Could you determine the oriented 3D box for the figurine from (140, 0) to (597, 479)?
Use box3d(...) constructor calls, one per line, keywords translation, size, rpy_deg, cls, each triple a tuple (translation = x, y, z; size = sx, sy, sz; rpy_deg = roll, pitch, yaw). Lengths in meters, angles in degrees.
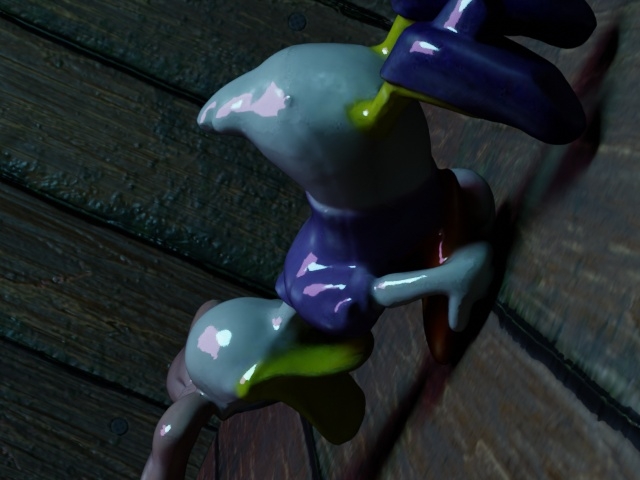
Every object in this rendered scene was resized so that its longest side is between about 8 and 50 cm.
box3d(translation=(0.006, -0.002, 1.104), size=(0.154, 0.193, 0.421), rpy_deg=(-79, 8, -53), cls="figurine")
